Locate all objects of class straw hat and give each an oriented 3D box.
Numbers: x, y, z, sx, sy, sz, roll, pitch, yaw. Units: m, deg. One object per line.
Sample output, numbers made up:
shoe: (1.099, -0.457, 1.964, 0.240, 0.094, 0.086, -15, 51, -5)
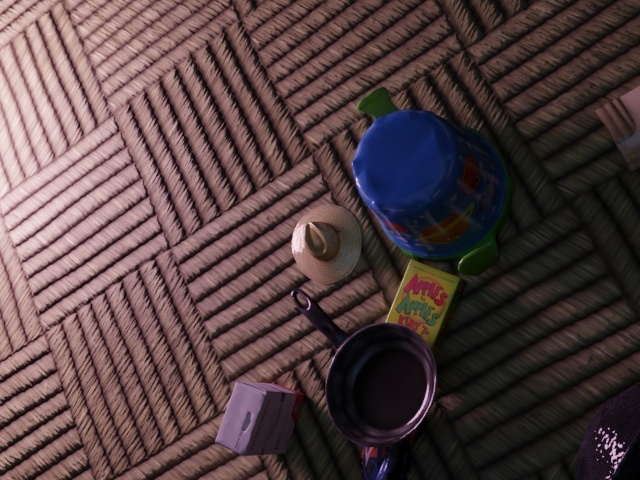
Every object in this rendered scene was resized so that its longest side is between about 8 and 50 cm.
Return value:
straw hat: (0.000, 0.000, 1.527, 0.145, 0.061, 0.144, -5, 77, 24)

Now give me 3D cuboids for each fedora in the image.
fedora: (0.449, 0.314, 1.179, 0.334, 0.334, 0.152, -60, 29, 2)

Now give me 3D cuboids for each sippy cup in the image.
sippy cup: (0.164, -0.098, 1.382, 0.306, 0.224, 0.240, 21, 88, 27)

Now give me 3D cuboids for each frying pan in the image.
frying pan: (0.049, 0.212, 1.413, 0.326, 0.053, 0.197, 16, 79, 39)

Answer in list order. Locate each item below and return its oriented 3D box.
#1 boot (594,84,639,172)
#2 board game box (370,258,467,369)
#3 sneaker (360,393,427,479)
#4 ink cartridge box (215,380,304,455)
boot: (0.550, -0.149, 1.287, 0.203, 0.095, 0.262, -35, 65, 14)
board game box: (0.160, 0.132, 1.434, 0.092, 0.043, 0.181, 21, 88, 27)
sneaker: (0.099, 0.338, 1.406, 0.087, 0.083, 0.221, 16, 78, 35)
ink cartridge box: (-0.098, 0.295, 1.457, 0.063, 0.150, 0.109, 18, 86, 27)
